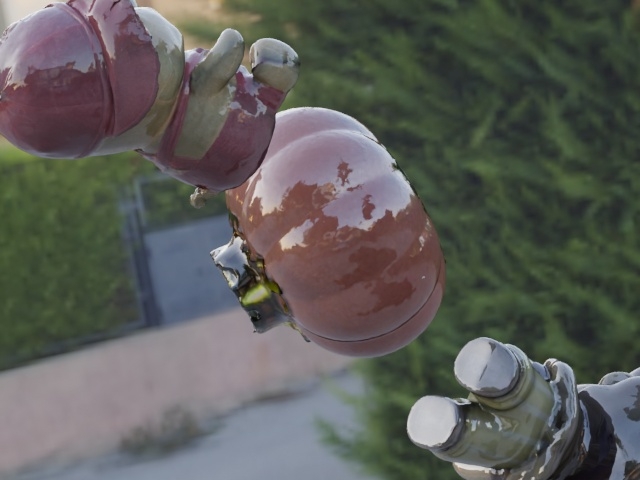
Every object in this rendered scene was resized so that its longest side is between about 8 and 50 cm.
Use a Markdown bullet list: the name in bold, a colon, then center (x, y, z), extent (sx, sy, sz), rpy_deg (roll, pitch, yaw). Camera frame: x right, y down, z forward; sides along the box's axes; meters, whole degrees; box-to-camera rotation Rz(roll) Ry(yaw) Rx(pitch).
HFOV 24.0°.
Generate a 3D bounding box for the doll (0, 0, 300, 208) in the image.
- **doll**: center (-0.157, -0.135, 1.297), extent (0.256, 0.152, 0.196), rpy_deg (9, -43, -34)

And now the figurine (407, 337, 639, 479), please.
- **figurine**: center (0.264, 0.203, 1.446), extent (0.380, 0.248, 0.203), rpy_deg (25, -5, -30)

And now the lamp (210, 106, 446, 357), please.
- **lamp**: center (0.000, 0.000, 1.695), extent (0.240, 0.305, 0.305), rpy_deg (-33, 7, -4)
